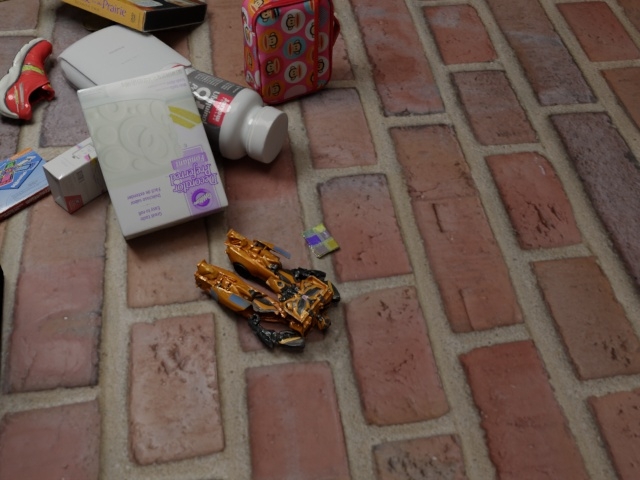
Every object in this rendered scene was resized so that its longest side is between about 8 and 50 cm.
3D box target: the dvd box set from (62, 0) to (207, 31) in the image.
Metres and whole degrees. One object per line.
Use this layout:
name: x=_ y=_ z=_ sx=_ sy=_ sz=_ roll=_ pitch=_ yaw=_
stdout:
dvd box set: x=-0.579 y=-0.701 z=2.057 sx=0.420 sy=0.062 sz=0.307 roll=24 pitch=29 yaw=16

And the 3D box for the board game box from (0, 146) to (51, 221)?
board game box: x=-0.748 y=-0.104 z=1.652 sx=0.145 sy=0.027 sz=0.281 roll=39 pitch=59 yaw=24

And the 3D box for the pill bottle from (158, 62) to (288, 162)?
pill bottle: x=-0.246 y=-0.300 z=1.748 sx=0.318 sy=0.176 sz=0.176 roll=22 pitch=53 yaw=14

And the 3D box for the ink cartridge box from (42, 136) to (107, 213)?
ink cartridge box: x=-0.526 y=-0.167 z=1.661 sx=0.067 sy=0.115 sz=0.198 roll=35 pitch=56 yaw=24

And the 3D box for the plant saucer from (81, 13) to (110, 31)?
plant saucer: x=-0.650 y=-0.630 z=2.096 sx=0.083 sy=0.015 sz=0.083 roll=2 pitch=51 yaw=-2

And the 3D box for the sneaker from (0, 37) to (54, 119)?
sneaker: x=-0.745 y=-0.411 z=1.877 sx=0.118 sy=0.107 sz=0.279 roll=19 pitch=53 yaw=-12

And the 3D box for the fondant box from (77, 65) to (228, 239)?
fondant box: x=-0.368 y=-0.193 z=1.595 sx=0.238 sy=0.096 sz=0.330 roll=-18 pitch=90 yaw=-15

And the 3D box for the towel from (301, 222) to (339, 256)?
towel: x=0.000 y=0.000 z=1.626 sx=0.060 sy=0.009 sz=0.083 roll=-22 pitch=56 yaw=-19

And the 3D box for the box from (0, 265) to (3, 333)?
box: x=-0.852 y=0.052 z=1.227 sx=0.471 sy=0.480 sz=0.297 roll=-9 pitch=50 yaw=-11

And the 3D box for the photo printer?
photo printer: x=-0.517 y=-0.451 z=1.898 sx=0.307 sy=0.107 sz=0.256 roll=38 pitch=58 yaw=24

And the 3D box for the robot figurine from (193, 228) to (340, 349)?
robot figurine: x=-0.104 y=0.100 z=1.489 sx=0.291 sy=0.085 sz=0.211 roll=27 pitch=55 yaw=18

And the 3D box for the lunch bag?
lunch bag: x=-0.067 y=-0.512 z=1.861 sx=0.258 sy=0.293 sz=0.120 roll=-20 pitch=50 yaw=-18
